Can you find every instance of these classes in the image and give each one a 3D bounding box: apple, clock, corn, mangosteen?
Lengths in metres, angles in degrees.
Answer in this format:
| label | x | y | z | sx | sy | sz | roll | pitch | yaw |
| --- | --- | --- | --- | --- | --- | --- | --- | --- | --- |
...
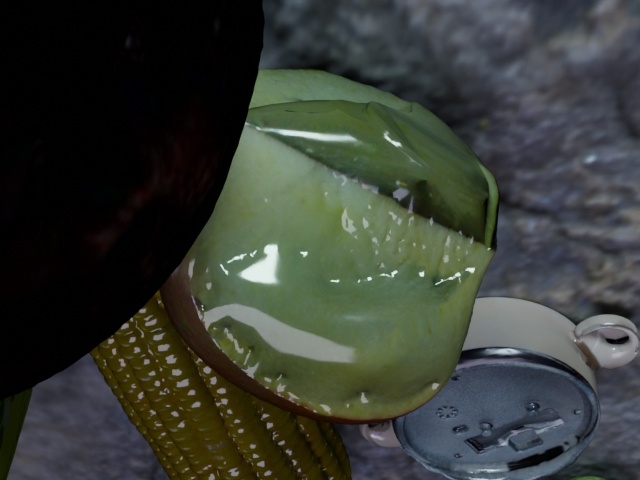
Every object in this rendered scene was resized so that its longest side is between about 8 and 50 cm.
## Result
| label | x | y | z | sx | sy | sz | roll | pitch | yaw |
| --- | --- | --- | --- | --- | --- | --- | --- | --- | --- |
| apple | 0.000 | 0.000 | 0.658 | 0.188 | 0.207 | 0.174 | 17 | 159 | -7 |
| clock | 0.129 | 0.118 | 0.836 | 0.229 | 0.063 | 0.156 | -23 | 125 | 25 |
| corn | -0.078 | 0.100 | 0.798 | 0.131 | 0.131 | 0.344 | -14 | 128 | 17 |
| mangosteen | -0.234 | -0.076 | 0.488 | 0.382 | 0.382 | 0.435 | 28 | 121 | -18 |

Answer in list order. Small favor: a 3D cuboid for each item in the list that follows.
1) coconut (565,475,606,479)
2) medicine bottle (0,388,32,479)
| label | x | y | z | sx | sy | sz | roll | pitch | yaw |
| --- | --- | --- | --- | --- | --- | --- | --- | --- | --- |
| coconut | 0.220 | 0.239 | 0.923 | 0.087 | 0.088 | 0.096 | -27 | 118 | 26 |
| medicine bottle | -0.276 | 0.065 | 0.777 | 0.141 | 0.137 | 0.250 | 11 | 131 | -3 |
